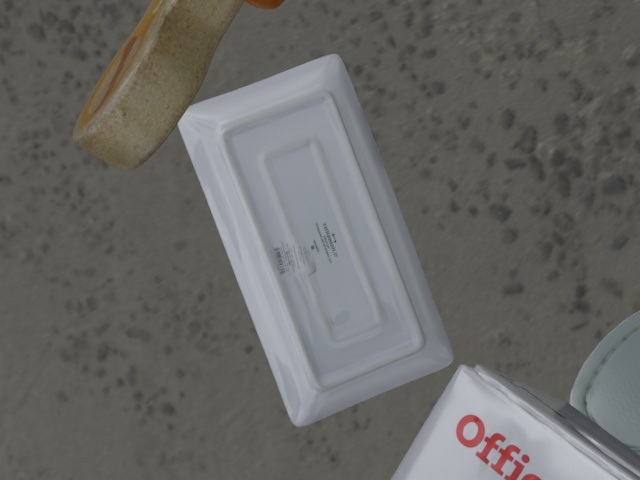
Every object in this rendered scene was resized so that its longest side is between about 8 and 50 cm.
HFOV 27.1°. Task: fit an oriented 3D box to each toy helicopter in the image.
[{"bbox_3d":[-0.033,-0.193,0.709,0.140,0.355,0.235,34,167,-22],"label":"toy helicopter"}]

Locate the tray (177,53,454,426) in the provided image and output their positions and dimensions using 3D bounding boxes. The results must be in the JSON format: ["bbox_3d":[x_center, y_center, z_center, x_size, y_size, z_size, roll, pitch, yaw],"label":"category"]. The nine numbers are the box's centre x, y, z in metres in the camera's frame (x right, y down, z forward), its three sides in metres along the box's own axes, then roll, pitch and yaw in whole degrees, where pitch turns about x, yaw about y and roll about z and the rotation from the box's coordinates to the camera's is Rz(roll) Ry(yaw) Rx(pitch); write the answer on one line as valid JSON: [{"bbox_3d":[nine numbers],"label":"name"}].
[{"bbox_3d":[0.000,0.000,1.047,0.145,0.030,0.270,-22,95,-9],"label":"tray"}]

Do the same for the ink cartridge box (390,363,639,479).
[{"bbox_3d":[0.100,0.237,0.698,0.201,0.117,0.278,36,99,44],"label":"ink cartridge box"}]

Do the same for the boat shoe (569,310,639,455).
[{"bbox_3d":[0.278,0.085,0.876,0.114,0.303,0.091,59,153,25],"label":"boat shoe"}]
